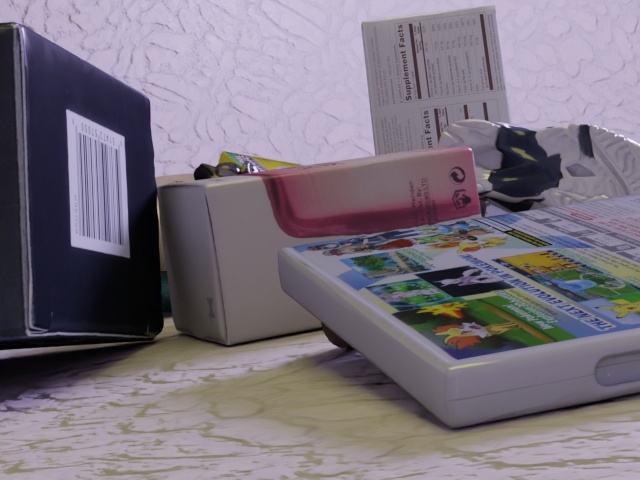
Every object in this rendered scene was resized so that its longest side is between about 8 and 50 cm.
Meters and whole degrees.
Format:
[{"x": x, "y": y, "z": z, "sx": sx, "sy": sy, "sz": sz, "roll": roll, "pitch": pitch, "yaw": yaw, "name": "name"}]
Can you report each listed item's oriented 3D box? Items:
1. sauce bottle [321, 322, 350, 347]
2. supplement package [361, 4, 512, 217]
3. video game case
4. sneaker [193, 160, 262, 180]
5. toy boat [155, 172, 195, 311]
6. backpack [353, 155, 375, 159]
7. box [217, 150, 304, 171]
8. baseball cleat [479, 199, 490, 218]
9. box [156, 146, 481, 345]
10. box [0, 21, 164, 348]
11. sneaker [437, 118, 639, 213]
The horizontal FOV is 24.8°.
[{"x": 0.056, "y": 0.047, "z": 1.034, "sx": 0.042, "sy": 0.042, "sz": 0.128, "roll": -4, "pitch": 4, "yaw": 44, "name": "sauce bottle"}, {"x": 0.132, "y": -0.113, "z": 1.605, "sx": 0.145, "sy": 0.204, "sz": 0.262, "roll": -7, "pitch": -12, "yaw": 4, "name": "supplement package"}, {"x": 0.157, "y": 0.027, "z": 0.873, "sx": 0.300, "sy": 0.036, "sz": 0.329, "roll": -9, "pitch": 12, "yaw": -14, "name": "video game case"}, {"x": -0.029, "y": -0.034, "z": 1.316, "sx": 0.227, "sy": 0.130, "sz": 0.087, "roll": -30, "pitch": 12, "yaw": -29, "name": "sneaker"}, {"x": -0.212, "y": 0.013, "z": 1.498, "sx": 0.318, "sy": 0.148, "sz": 0.267, "roll": 1, "pitch": 11, "yaw": 16, "name": "toy boat"}, {"x": 0.055, "y": -0.051, "z": 1.939, "sx": 0.182, "sy": 0.115, "sz": 0.152, "roll": -8, "pitch": 5, "yaw": 30, "name": "backpack"}, {"x": -0.027, "y": -0.044, "z": 1.436, "sx": 0.179, "sy": 0.043, "sz": 0.105, "roll": 5, "pitch": 23, "yaw": -34, "name": "box"}, {"x": 0.116, "y": -0.001, "z": 1.401, "sx": 0.109, "sy": 0.072, "sz": 0.206, "roll": -10, "pitch": 1, "yaw": 6, "name": "baseball cleat"}, {"x": 0.000, "y": 0.000, "z": 1.192, "sx": 0.232, "sy": 0.126, "sz": 0.148, "roll": -9, "pitch": 4, "yaw": -22, "name": "box"}, {"x": -0.352, "y": -0.016, "z": 1.095, "sx": 0.395, "sy": 0.212, "sz": 0.293, "roll": -4, "pitch": -5, "yaw": 11, "name": "box"}, {"x": 0.239, "y": -0.055, "z": 1.367, "sx": 0.235, "sy": 0.094, "sz": 0.153, "roll": 6, "pitch": -1, "yaw": 28, "name": "sneaker"}]
